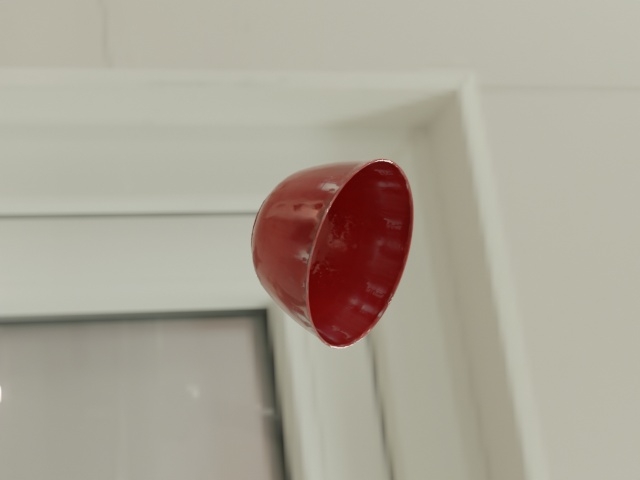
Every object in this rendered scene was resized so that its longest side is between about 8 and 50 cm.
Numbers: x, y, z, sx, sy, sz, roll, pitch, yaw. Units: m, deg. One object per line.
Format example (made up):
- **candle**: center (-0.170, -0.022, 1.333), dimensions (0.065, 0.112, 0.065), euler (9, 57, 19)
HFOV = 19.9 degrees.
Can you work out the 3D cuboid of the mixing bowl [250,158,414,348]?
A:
- **mixing bowl**: center (0.000, 0.000, 1.697), dimensions (0.098, 0.181, 0.181), euler (18, -67, 30)
